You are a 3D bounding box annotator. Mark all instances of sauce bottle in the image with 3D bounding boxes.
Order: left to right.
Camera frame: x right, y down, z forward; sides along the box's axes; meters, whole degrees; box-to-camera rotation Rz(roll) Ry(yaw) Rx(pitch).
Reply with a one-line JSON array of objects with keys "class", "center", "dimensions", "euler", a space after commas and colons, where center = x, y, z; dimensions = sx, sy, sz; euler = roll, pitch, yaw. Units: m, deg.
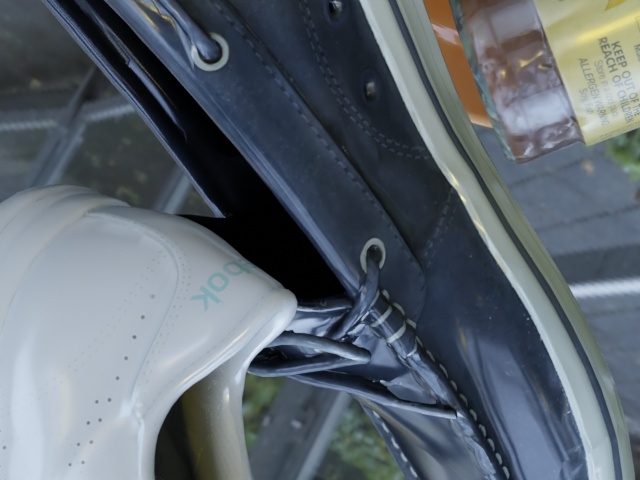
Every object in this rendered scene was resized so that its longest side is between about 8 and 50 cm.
[{"class": "sauce bottle", "center": [0.228, -0.140, 0.620], "dimensions": [0.344, 0.111, 0.111], "euler": [-21, 147, 9]}]

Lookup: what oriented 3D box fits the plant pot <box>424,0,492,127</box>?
[{"class": "plant pot", "center": [0.077, -0.238, 0.941], "dimensions": [0.291, 0.203, 0.291], "euler": [32, 173, 4]}]

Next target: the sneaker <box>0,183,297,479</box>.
[{"class": "sneaker", "center": [-0.054, 0.098, 0.342], "dimensions": [0.094, 0.212, 0.080], "euler": [16, -166, 31]}]

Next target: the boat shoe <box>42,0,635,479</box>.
[{"class": "boat shoe", "center": [0.000, 0.000, 0.660], "dimensions": [0.187, 0.156, 0.500], "euler": [20, 141, 60]}]
